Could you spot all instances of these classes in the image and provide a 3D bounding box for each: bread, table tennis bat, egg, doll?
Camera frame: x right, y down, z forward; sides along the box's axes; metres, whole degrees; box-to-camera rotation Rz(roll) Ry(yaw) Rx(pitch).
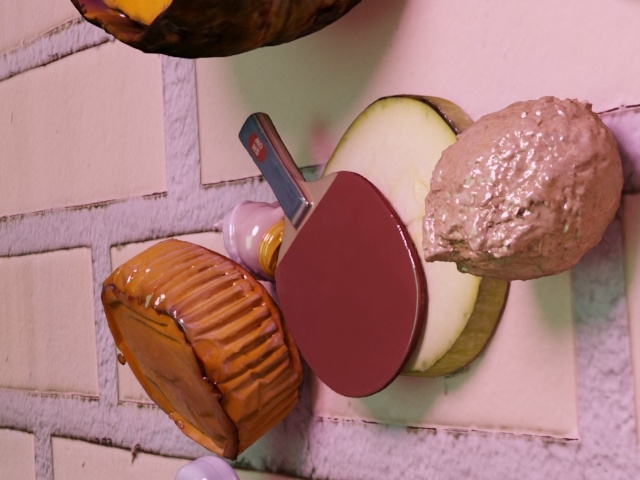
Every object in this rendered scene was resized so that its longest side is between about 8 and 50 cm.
[{"bbox_3d":[-0.099,0.087,1.336,0.199,0.104,0.199,42,153,27],"label":"bread"},{"bbox_3d":[0.000,0.000,1.212,0.154,0.021,0.274,-56,48,33],"label":"table tennis bat"},{"bbox_3d":[0.130,-0.031,0.991,0.140,0.118,0.116,-44,71,23],"label":"egg"},{"bbox_3d":[-0.043,-0.007,1.328,0.127,0.073,0.084,21,76,51],"label":"doll"}]

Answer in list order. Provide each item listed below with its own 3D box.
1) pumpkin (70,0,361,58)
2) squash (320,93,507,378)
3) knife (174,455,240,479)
[{"bbox_3d":[-0.085,-0.282,1.203,0.256,0.225,0.303,-56,49,53],"label":"pumpkin"},{"bbox_3d":[0.069,-0.002,1.172,0.219,0.041,0.219,-2,87,54],"label":"squash"},{"bbox_3d":[-0.033,0.332,1.303,0.331,0.044,0.080,61,142,15],"label":"knife"}]
